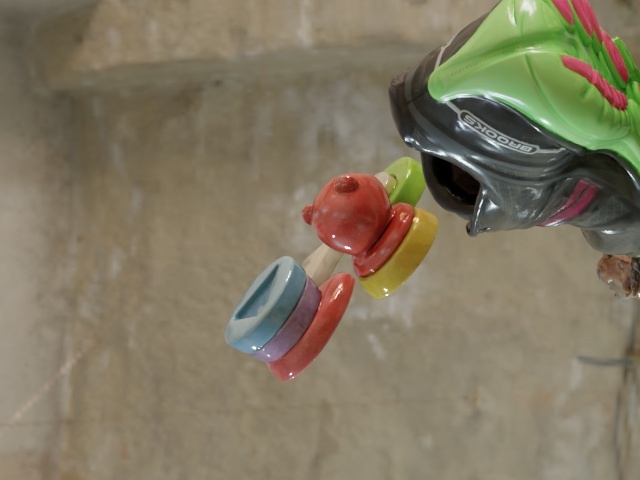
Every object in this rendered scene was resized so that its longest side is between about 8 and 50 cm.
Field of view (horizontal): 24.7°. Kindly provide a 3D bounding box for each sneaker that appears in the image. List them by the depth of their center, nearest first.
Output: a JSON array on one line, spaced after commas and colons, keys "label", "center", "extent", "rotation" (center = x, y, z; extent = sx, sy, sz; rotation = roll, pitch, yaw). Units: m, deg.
[{"label": "sneaker", "center": [0.201, -0.092, 1.345], "extent": [0.483, 0.202, 0.185], "rotation": [33, -138, -59]}]

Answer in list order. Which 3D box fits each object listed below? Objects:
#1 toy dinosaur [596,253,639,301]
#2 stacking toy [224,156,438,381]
[{"label": "toy dinosaur", "center": [0.465, 0.018, 1.661], "extent": [0.200, 0.296, 0.127], "rotation": [55, -161, 6]}, {"label": "stacking toy", "center": [0.000, 0.000, 1.789], "extent": [0.130, 0.309, 0.279], "rotation": [37, -151, -15]}]
